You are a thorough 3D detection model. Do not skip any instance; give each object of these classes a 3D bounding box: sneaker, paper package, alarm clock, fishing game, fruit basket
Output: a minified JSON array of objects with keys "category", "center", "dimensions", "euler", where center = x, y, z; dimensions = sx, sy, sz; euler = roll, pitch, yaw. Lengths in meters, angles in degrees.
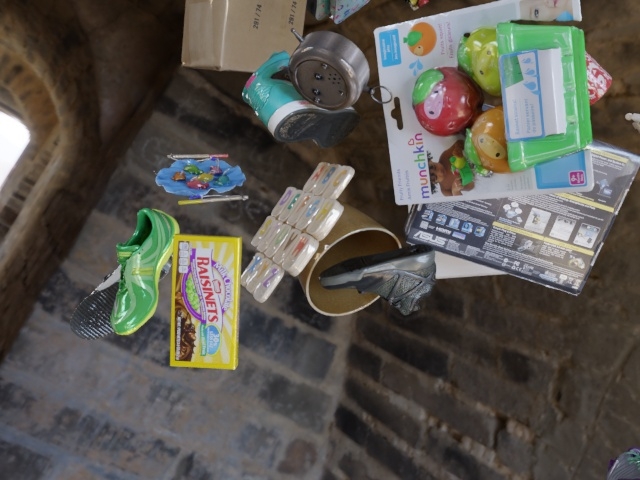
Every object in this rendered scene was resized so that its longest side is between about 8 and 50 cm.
[{"category":"sneaker","center":[-0.411,0.063,1.470],"dimensions":[0.109,0.296,0.123],"euler":[-3,-27,33]},{"category":"paper package","center":[-0.191,-0.604,1.743],"dimensions":[0.168,0.325,0.309],"euler":[19,19,37]},{"category":"alarm clock","center":[0.029,-0.266,1.094],"dimensions":[0.192,0.064,0.129],"euler":[22,-31,5]},{"category":"sneaker","center":[0.487,0.356,1.024],"dimensions":[0.083,0.098,0.224],"euler":[14,-27,5]},{"category":"fishing game","center":[-0.250,-0.141,1.384],"dimensions":[0.189,0.041,0.264],"euler":[-3,28,-12]},{"category":"sneaker","center":[0.115,0.091,1.285],"dimensions":[0.227,0.130,0.087],"euler":[-10,17,-4]},{"category":"sneaker","center":[-0.048,-0.273,1.290],"dimensions":[0.178,0.124,0.295],"euler":[53,24,15]},{"category":"sneaker","center":[-0.523,0.132,1.788],"dimensions":[0.122,0.330,0.146],"euler":[49,-7,-13]},{"category":"fruit basket","center":[0.262,-0.228,1.122],"dimensions":[0.352,0.327,0.165],"euler":[-3,11,26]}]

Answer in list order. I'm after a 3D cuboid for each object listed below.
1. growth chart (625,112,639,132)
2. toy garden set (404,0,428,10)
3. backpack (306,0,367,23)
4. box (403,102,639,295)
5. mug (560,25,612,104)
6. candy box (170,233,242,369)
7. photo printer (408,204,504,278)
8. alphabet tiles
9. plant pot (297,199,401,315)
[{"category":"growth chart","center":[0.794,-0.197,1.495],"dimensions":[0.237,0.021,0.172],"euler":[44,0,-18]},{"category":"toy garden set","center":[0.193,-0.642,1.622],"dimensions":[0.204,0.049,0.244],"euler":[61,11,-4]},{"category":"backpack","center":[0.068,-0.789,1.967],"dimensions":[0.191,0.253,0.225],"euler":[44,-13,9]},{"category":"box","center":[0.409,-0.092,1.390],"dimensions":[0.394,0.318,0.097],"euler":[17,20,-1]},{"category":"mug","center":[0.585,-0.408,1.556],"dimensions":[0.169,0.150,0.113],"euler":[36,-47,-11]},{"category":"candy box","center":[-0.177,0.094,1.032],"dimensions":[0.105,0.206,0.027],"euler":[2,4,1]},{"category":"photo printer","center":[0.380,-0.034,1.693],"dimensions":[0.307,0.256,0.107],"euler":[-4,6,9]},{"category":"alphabet tiles","center":[-0.051,-0.024,1.186],"dimensions":[0.021,0.278,0.284],"euler":[37,-3,-21]},{"category":"plant pot","center":[0.023,0.001,1.530],"dimensions":[0.237,0.237,0.254],"euler":[37,12,-44]}]
